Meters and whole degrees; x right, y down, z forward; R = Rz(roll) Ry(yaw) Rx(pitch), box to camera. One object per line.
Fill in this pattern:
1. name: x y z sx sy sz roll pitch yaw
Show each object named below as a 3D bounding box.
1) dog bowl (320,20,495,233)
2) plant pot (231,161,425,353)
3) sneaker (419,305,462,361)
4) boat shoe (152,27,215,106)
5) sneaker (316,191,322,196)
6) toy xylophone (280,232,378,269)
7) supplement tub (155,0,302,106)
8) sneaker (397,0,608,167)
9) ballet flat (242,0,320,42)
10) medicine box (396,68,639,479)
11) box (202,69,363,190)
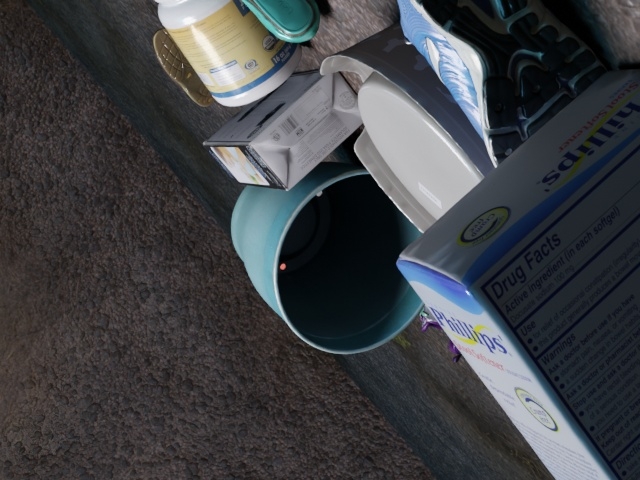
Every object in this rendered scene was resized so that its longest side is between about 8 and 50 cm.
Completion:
1. dog bowl: 0.151 -0.099 1.446 0.349 0.102 0.349 48 170 12
2. plant pot: 0.000 0.000 1.927 0.271 0.272 0.255 55 167 -29
3. sneaker: 0.171 0.080 1.999 0.223 0.098 0.083 48 169 7
4. boat shoe: -0.265 -0.328 2.443 0.178 0.064 0.060 53 167 -33
5. sneaker: 0.011 -0.023 2.302 0.256 0.094 0.151 60 163 -13
6. toy xylophone: 0.017 0.016 2.153 0.323 0.081 0.236 -23 101 50
7. supplement tub: -0.132 -0.300 1.773 0.199 0.144 0.144 55 168 -30
8. sneaker: 0.156 -0.180 1.162 0.330 0.130 0.147 58 -179 -27
9. ballet flat: -0.093 -0.343 1.649 0.247 0.083 0.087 49 179 6
10. medicine box: 0.260 0.048 1.070 0.289 0.263 0.149 53 169 -18
11. box: -0.055 -0.163 1.894 0.087 0.169 0.290 50 168 -15
